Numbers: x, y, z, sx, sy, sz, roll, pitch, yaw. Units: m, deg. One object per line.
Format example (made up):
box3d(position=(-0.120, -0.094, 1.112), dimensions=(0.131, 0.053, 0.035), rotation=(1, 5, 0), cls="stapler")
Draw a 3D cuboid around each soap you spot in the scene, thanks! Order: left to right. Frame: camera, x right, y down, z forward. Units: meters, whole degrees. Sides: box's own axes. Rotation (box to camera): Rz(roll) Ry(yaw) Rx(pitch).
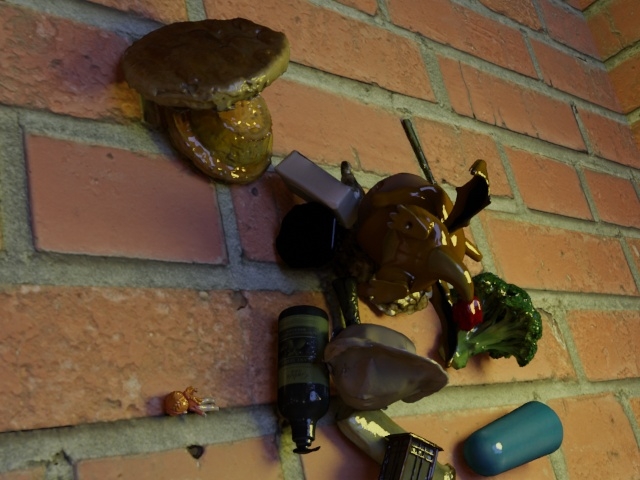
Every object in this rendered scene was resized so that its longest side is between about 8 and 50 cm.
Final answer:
box3d(position=(-0.002, -0.111, 1.676), dimensions=(0.183, 0.063, 0.121), rotation=(35, -9, 27), cls="soap")

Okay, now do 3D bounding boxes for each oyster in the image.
box3d(position=(0.115, 0.021, 1.782), dimensions=(0.396, 0.111, 0.204), rotation=(55, 44, -9), cls="oyster")

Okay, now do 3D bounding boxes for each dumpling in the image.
box3d(position=(0.123, 0.231, 1.490), dimensions=(0.293, 0.205, 0.163), rotation=(43, 21, -45), cls="dumpling")

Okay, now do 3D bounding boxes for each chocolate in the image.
box3d(position=(0.000, 0.000, 1.661), dimensions=(0.133, 0.156, 0.156), rotation=(21, 51, -54), cls="chocolate")

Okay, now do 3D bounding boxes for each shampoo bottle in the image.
box3d(position=(-0.032, 0.267, 1.485), dimensions=(0.101, 0.101, 0.283), rotation=(23, 52, -34), cls="shampoo bottle")

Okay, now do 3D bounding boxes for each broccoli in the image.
box3d(position=(0.404, 0.213, 1.873), dimensions=(0.254, 0.269, 0.269), rotation=(54, 41, 3), cls="broccoli")

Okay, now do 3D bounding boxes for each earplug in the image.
box3d(position=(0.436, 0.470, 1.810), dimensions=(0.273, 0.132, 0.132), rotation=(-7, 72, -43), cls="earplug")

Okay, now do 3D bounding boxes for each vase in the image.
box3d(position=(0.066, 0.163, 1.678), dimensions=(0.059, 0.059, 0.166), rotation=(11, 59, -41), cls="vase")

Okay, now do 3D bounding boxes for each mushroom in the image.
box3d(position=(0.159, 0.434, 1.592), dimensions=(0.312, 0.081, 0.100), rotation=(40, 32, -13), cls="mushroom")

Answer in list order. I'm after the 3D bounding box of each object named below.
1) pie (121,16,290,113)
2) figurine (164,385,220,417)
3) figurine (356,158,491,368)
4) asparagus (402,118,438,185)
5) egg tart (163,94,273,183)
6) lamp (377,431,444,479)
box3d(position=(-0.231, -0.357, 1.558), dimensions=(0.340, 0.083, 0.339), rotation=(-2, 41, 1), cls="pie")
box3d(position=(-0.219, 0.279, 1.342), dimensions=(0.109, 0.047, 0.064), rotation=(15, 28, -46), cls="figurine")
box3d(position=(0.204, 0.030, 1.580), dimensions=(0.387, 0.268, 0.400), rotation=(-52, 140, -76), cls="figurine")
box3d(position=(0.285, -0.227, 2.159), dimensions=(0.024, 0.025, 0.248), rotation=(72, -5, -80), cls="asparagus")
box3d(position=(-0.194, -0.253, 1.641), dimensions=(0.288, 0.118, 0.288), rotation=(27, 45, -31), cls="egg tart")
box3d(position=(0.136, 0.525, 1.445), dimensions=(0.090, 0.089, 0.325), rotation=(29, 61, -19), cls="lamp")
